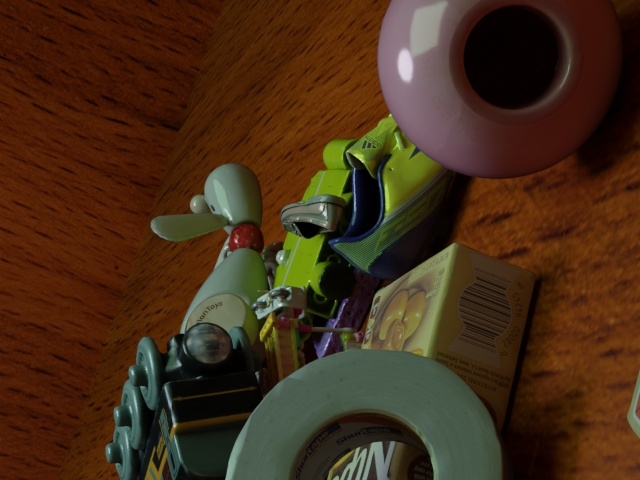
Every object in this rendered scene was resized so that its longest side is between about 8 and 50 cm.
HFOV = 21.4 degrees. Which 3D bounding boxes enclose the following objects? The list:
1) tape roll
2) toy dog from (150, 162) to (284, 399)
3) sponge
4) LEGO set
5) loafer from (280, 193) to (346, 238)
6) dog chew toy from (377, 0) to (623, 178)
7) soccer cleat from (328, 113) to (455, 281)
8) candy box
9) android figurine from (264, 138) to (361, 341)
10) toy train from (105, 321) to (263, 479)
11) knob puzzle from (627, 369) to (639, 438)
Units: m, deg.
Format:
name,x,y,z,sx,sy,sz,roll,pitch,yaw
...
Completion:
name,x,y,z,sx,sy,sz,roll,pitch,yaw
tape roll,0.040,0.195,1.298,0.072,0.219,0.219,58,-135,-61
toy dog,-0.138,0.066,2.087,0.333,0.161,0.220,-86,-23,-59
sponge,0.045,0.029,1.924,0.117,0.031,0.210,-110,42,-71
LEGO set,-0.011,0.188,1.784,0.132,0.107,0.287,153,119,-70
loafer,-0.013,-0.020,1.860,0.125,0.045,0.039,-23,54,62
dog chew toy,0.145,-0.165,1.501,0.332,0.207,0.206,-115,47,-82
soccer cleat,0.094,-0.101,1.734,0.093,0.121,0.289,166,124,-74
candy box,0.079,0.178,1.446,0.183,0.088,0.316,141,148,-64
android figurine,0.000,0.000,1.963,0.273,0.056,0.248,-163,93,-76
toy train,-0.136,0.226,1.778,0.334,0.142,0.190,112,148,-53
knob puzzle,0.248,0.061,1.097,0.213,0.030,0.213,-159,90,-76
